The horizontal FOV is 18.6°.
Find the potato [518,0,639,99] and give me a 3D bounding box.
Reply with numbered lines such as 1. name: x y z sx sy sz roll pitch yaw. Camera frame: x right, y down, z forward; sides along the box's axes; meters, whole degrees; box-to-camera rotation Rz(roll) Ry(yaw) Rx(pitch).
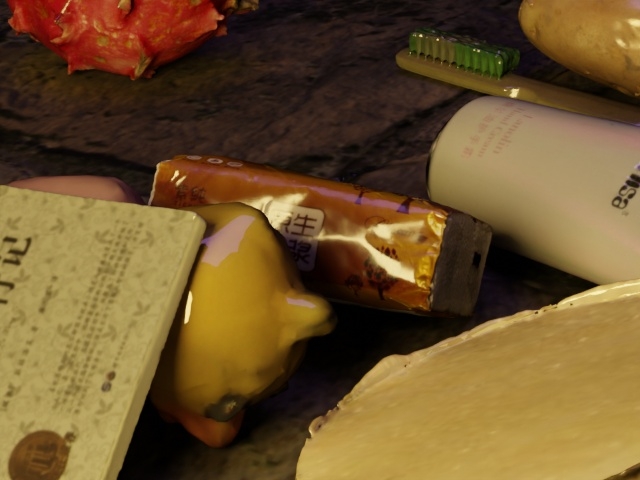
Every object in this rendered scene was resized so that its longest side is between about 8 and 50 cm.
1. potato: 0.305 -0.200 1.917 0.234 0.128 0.161 20 -11 8

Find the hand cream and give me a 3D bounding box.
1. hand cream: 0.241 -0.026 1.520 0.358 0.118 0.185 17 55 43

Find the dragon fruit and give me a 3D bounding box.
1. dragon fruit: -0.184 -0.257 1.932 0.268 0.205 0.210 6 21 -13

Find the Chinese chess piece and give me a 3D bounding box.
1. Chinese chess piece: 0.148 0.134 1.064 0.338 0.141 0.338 -19 13 5

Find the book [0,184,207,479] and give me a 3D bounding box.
1. book: -0.243 0.060 1.258 0.310 0.021 0.217 8 67 25

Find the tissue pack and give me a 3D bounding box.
1. tissue pack: 0.000 0.000 1.462 0.226 0.092 0.183 13 -2 16

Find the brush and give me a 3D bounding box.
1. brush: 0.205 -0.161 1.938 0.282 0.048 0.054 20 29 29

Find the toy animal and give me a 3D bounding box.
1. toy animal: -0.119 0.043 1.321 0.281 0.169 0.195 12 18 23
